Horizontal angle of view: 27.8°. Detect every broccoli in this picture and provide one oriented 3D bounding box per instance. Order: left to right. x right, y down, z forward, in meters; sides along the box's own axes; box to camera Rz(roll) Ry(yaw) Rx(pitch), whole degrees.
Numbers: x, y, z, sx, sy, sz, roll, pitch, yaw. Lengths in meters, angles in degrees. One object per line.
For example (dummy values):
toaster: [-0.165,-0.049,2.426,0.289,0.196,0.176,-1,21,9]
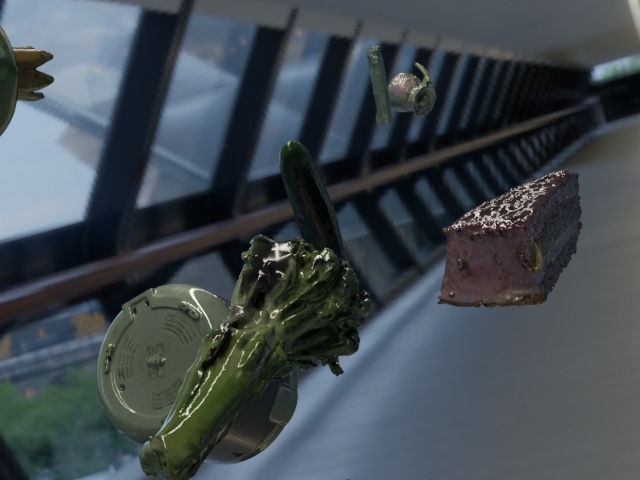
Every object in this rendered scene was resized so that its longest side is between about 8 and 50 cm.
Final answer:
broccoli: [-0.074,0.129,1.290,0.304,0.146,0.165,-47,-22,-39]

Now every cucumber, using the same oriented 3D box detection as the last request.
cucumber: [0.000,0.000,1.630,0.056,0.284,0.056,-12,28,6]

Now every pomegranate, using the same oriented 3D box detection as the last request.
pomegranate: [-0.595,-0.302,2.134,0.359,0.309,0.216,-10,-38,-43]

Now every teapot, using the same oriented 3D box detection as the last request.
teapot: [0.148,-0.236,2.034,0.064,0.083,0.064,29,4,43]

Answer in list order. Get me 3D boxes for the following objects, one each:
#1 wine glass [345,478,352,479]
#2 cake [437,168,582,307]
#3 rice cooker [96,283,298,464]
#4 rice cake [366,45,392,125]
wine glass: [-0.010,0.534,2.373,0.222,0.103,0.103,-35,-1,8]
cake: [0.256,-0.001,1.545,0.113,0.115,0.295,7,21,33]
rice cooker: [-0.201,0.225,2.135,0.288,0.288,0.277,-16,-23,22]
rice cake: [0.089,-0.234,1.956,0.022,0.121,0.021,-7,4,29]
